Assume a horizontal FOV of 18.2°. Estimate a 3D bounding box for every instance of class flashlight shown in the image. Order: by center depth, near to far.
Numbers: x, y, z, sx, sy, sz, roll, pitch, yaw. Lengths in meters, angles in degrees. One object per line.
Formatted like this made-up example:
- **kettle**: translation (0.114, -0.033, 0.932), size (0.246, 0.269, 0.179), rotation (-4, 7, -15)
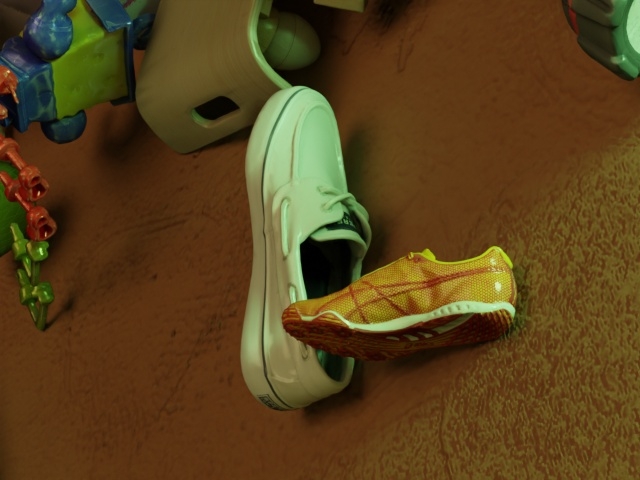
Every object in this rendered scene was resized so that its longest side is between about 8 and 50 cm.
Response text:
- **flashlight**: translation (0.165, -0.208, 1.407), size (0.103, 0.103, 0.304), rotation (-53, 38, 6)

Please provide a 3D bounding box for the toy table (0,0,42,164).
- **toy table**: translation (-0.396, -0.191, 2.012), size (0.274, 0.252, 0.161), rotation (-41, 23, 43)

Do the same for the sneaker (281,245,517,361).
- **sneaker**: translation (0.056, 0.043, 1.402), size (0.175, 0.064, 0.067), rotation (-8, 58, 20)

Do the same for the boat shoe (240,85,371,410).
- **boat shoe**: translation (0.000, 0.000, 1.506), size (0.084, 0.095, 0.258), rotation (-16, 67, 41)

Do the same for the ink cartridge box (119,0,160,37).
- **ink cartridge box**: translation (-0.186, -0.245, 1.853), size (0.052, 0.122, 0.088), rotation (-45, 39, 24)

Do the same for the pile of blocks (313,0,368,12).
- **pile of blocks**: translation (0.091, -0.351, 1.611), size (0.113, 0.149, 0.362), rotation (13, 87, 10)

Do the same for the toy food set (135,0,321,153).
- **toy food set**: translation (-0.047, -0.239, 1.723), size (0.220, 0.092, 0.306), rotation (-18, 53, 59)

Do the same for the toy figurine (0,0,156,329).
- **toy figurine**: translation (-0.218, -0.118, 1.788), size (0.217, 0.362, 0.191), rotation (-31, 57, -23)
